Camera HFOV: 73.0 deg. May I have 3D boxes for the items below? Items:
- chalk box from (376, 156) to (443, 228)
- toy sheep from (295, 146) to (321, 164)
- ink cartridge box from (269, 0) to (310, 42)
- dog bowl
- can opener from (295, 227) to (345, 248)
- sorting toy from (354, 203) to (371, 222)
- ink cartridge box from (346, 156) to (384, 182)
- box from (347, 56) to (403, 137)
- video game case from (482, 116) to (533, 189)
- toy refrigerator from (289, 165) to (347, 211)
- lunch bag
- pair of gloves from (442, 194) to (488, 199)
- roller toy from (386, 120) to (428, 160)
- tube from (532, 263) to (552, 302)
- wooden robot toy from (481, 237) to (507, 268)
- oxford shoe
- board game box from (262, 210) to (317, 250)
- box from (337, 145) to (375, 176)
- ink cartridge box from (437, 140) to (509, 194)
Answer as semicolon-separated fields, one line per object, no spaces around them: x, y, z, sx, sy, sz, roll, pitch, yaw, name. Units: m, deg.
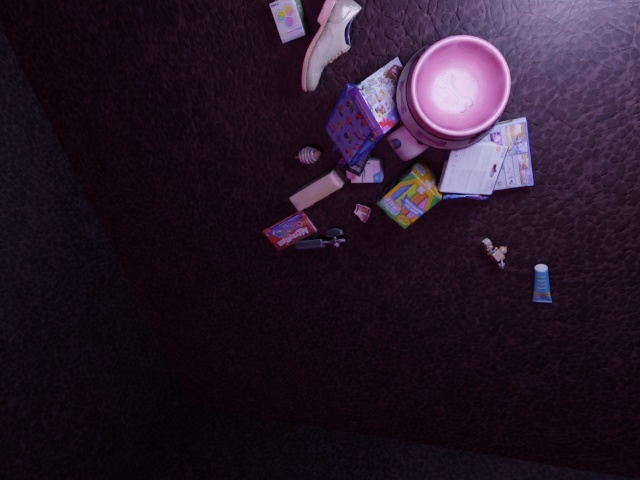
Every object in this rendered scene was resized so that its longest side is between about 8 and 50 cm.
0.377;-0.186;1.904;0.179;0.180;0.289;42;128;-5;chalk box
-0.058;-0.395;2.012;0.132;0.091;0.091;-8;116;27;toy sheep
-0.131;-0.917;1.735;0.109;0.062;0.209;-7;117;27;ink cartridge box
0.483;-0.536;1.550;0.409;0.150;0.407;0;97;3;dog bowl
0.000;0.000;2.256;0.281;0.074;0.093;-10;81;26;can opener
0.201;-0.142;2.092;0.075;0.045;0.083;25;127;16;sorting toy
0.191;-0.320;1.971;0.180;0.060;0.104;1;120;23;ink cartridge box
0.253;-0.552;1.660;0.057;0.293;0.200;-14;115;53;box
0.709;-0.336;1.742;0.245;0.061;0.269;-5;118;27;video game case
-0.010;-0.244;2.077;0.270;0.102;0.094;-26;107;32;toy refrigerator
0.134;-0.471;1.823;0.220;0.138;0.293;57;135;13;lunch bag
0.609;-0.180;1.813;0.160;0.198;0.023;4;95;33;pair of gloves
0.373;-0.431;1.743;0.209;0.191;0.146;-32;103;35;roller toy
1.005;0.202;1.966;0.080;0.052;0.206;3;128;33;tube
0.800;0.047;1.955;0.079;0.076;0.173;-40;102;0;wooden robot toy
0.033;-0.760;1.720;0.147;0.140;0.396;25;129;-2;oxford shoe
-0.166;-0.052;2.309;0.282;0.027;0.145;-27;108;33;board game box
0.159;-0.378;1.914;0.116;0.029;0.162;30;100;20;box
0.605;-0.292;1.731;0.224;0.045;0.223;4;124;-5;ink cartridge box
